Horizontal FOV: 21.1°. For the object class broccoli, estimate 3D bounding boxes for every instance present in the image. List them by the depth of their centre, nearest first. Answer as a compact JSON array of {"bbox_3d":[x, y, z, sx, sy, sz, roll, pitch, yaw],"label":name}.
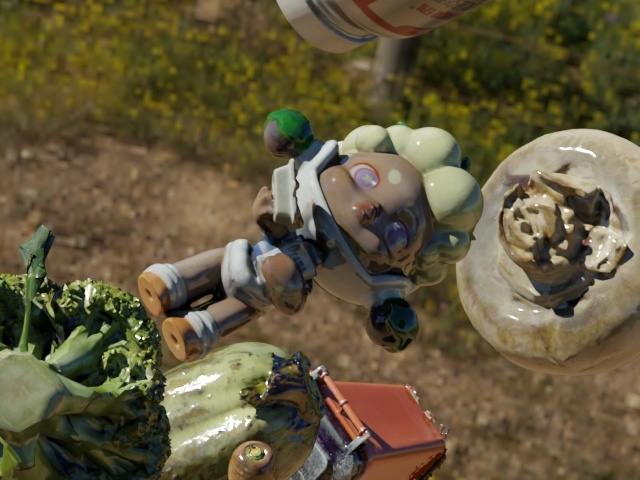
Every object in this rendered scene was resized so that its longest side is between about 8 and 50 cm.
[{"bbox_3d":[-0.128,0.074,0.771,0.130,0.131,0.120,51,-6,5],"label":"broccoli"}]

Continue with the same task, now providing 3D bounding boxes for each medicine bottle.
[{"bbox_3d":[0.086,-0.224,1.206,0.250,0.131,0.131,-23,-6,41],"label":"medicine bottle"}]

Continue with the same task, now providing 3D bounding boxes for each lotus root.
[{"bbox_3d":[-0.145,0.215,1.868,0.309,0.173,0.173,-22,22,5],"label":"lotus root"}]

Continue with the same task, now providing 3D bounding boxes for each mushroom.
[{"bbox_3d":[0.221,0.011,1.534,0.226,0.226,0.178,26,9,32],"label":"mushroom"}]

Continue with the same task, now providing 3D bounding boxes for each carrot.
[{"bbox_3d":[-0.064,0.248,1.549,0.047,0.191,0.047,3,46,-3],"label":"carrot"}]

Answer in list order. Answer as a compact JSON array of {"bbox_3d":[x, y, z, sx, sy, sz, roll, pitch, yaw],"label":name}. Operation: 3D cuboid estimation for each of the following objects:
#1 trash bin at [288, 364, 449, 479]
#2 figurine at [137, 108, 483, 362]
[{"bbox_3d":[0.040,0.247,2.119,0.239,0.184,0.161,-1,48,-49],"label":"trash bin"},{"bbox_3d":[0.001,-0.001,0.919,0.197,0.093,0.147,-25,84,-35],"label":"figurine"}]
